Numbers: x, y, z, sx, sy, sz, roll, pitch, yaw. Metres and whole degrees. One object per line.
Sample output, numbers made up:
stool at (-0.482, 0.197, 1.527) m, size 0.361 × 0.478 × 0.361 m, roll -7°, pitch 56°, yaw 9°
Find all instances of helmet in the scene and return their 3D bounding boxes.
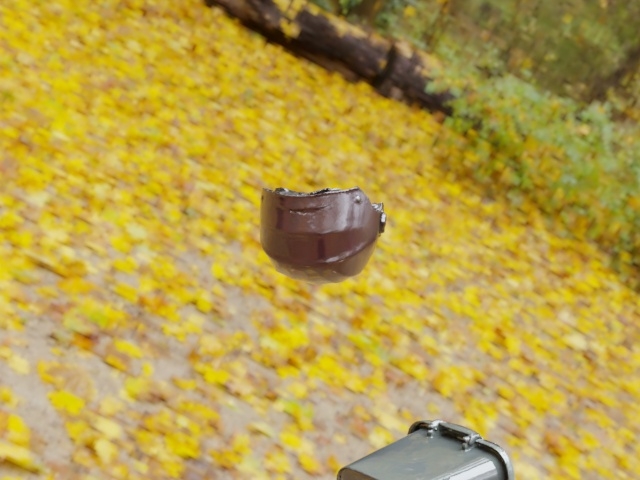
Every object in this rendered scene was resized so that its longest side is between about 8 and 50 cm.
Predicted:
helmet at (0.000, 0.000, 0.918) m, size 0.098 × 0.070 × 0.123 m, roll 1°, pitch -12°, yaw 16°

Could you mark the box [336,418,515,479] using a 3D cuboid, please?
box at (0.058, 0.167, 0.653) m, size 0.069 × 0.122 × 0.084 m, roll -13°, pitch 14°, yaw -34°
